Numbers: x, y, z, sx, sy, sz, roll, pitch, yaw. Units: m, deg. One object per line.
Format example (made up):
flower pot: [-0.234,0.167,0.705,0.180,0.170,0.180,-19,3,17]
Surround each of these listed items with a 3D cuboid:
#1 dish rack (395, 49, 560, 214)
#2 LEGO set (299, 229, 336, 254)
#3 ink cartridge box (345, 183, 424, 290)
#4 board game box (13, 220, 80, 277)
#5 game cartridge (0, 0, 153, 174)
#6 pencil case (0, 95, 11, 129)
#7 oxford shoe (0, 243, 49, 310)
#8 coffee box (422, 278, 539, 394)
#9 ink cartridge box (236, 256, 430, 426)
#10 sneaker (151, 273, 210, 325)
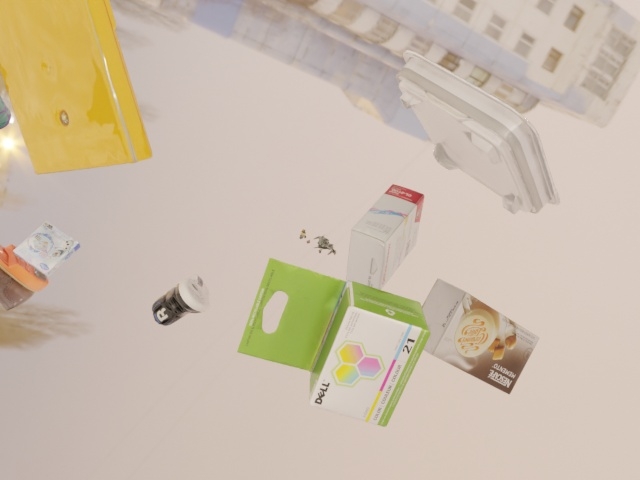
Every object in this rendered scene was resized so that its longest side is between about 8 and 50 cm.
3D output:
dish rack: [0.262,-0.167,1.135,0.072,0.333,0.285,-48,-123,1]
LEGO set: [-0.001,0.001,1.288,0.023,0.083,0.054,-53,-149,27]
ink cartridge box: [0.122,-0.006,1.239,0.072,0.175,0.127,23,-47,21]
board game box: [-0.549,0.017,1.320,0.090,0.090,0.020,-51,166,-31]
game cartridge: [-0.399,-0.268,1.010,0.285,0.053,0.323,1,-71,39]
pencil case: [-0.602,-0.259,1.164,0.151,0.064,0.070,108,-40,-65]
oxford shoe: [-0.779,0.030,1.444,0.133,0.363,0.130,-42,-146,-2]
coffee box: [0.313,0.198,1.342,0.141,0.246,0.098,-60,-149,-2]
ink cartridge box: [0.012,0.160,1.026,0.097,0.255,0.189,-93,-158,-68]
sneaker: [-0.293,0.137,1.354,0.121,0.079,0.217,-36,-176,-2]
